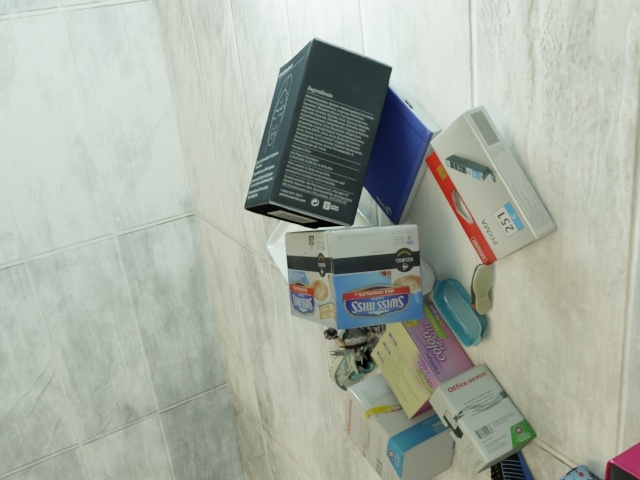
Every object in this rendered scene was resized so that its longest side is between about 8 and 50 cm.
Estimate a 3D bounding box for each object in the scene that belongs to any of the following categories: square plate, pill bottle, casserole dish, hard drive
[{"bbox_3d":[0.000,0.000,2.078,0.344,0.049,0.347,-54,47,22],"label":"square plate"},{"bbox_3d":[0.220,0.130,1.828,0.108,0.108,0.180,61,153,20],"label":"pill bottle"},{"bbox_3d":[0.343,0.172,1.697,0.188,0.037,0.114,57,151,28],"label":"casserole dish"},{"bbox_3d":[0.184,-0.219,1.749,0.210,0.040,0.318,55,149,30],"label":"hard drive"}]

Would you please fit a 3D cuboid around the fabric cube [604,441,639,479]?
[{"bbox_3d":[0.625,0.450,1.078,0.254,0.258,0.259,31,133,54],"label":"fabric cube"}]

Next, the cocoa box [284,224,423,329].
[{"bbox_3d":[0.073,0.083,1.723,0.347,0.231,0.228,180,86,-70],"label":"cocoa box"}]

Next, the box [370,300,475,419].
[{"bbox_3d":[0.265,0.321,1.854,0.213,0.117,0.243,59,152,25],"label":"box"}]

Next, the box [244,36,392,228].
[{"bbox_3d":[-0.015,-0.242,1.699,0.293,0.212,0.395,-179,103,-73],"label":"box"}]

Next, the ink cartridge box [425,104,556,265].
[{"bbox_3d":[0.332,-0.097,1.490,0.296,0.066,0.261,62,152,9],"label":"ink cartridge box"}]

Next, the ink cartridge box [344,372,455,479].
[{"bbox_3d":[0.221,0.535,1.984,0.270,0.197,0.198,44,143,43],"label":"ink cartridge box"}]

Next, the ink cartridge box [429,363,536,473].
[{"bbox_3d":[0.380,0.420,1.654,0.208,0.153,0.087,58,152,28],"label":"ink cartridge box"}]

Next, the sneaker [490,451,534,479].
[{"bbox_3d":[0.447,0.561,1.684,0.232,0.090,0.081,61,152,20],"label":"sneaker"}]

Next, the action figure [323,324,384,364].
[{"bbox_3d":[0.089,0.232,2.084,0.099,0.185,0.285,140,120,-64],"label":"action figure"}]

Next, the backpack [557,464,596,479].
[{"bbox_3d":[0.541,0.567,1.448,0.117,0.158,0.173,25,117,46],"label":"backpack"}]

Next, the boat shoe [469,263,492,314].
[{"bbox_3d":[0.366,0.107,1.598,0.043,0.049,0.137,-116,13,-56],"label":"boat shoe"}]

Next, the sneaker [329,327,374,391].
[{"bbox_3d":[0.109,0.399,2.222,0.122,0.110,0.283,43,142,39],"label":"sneaker"}]
